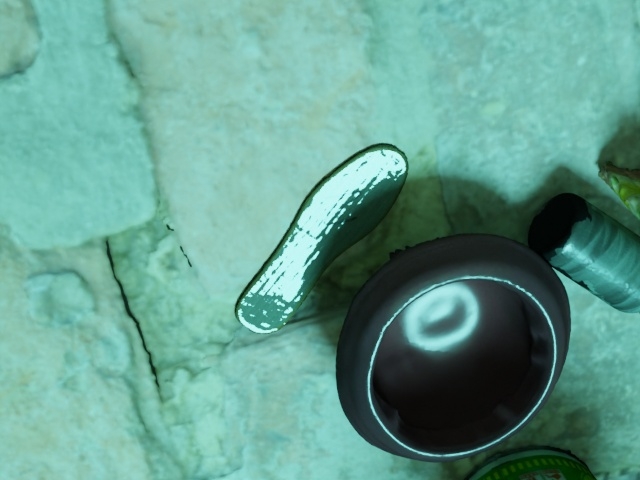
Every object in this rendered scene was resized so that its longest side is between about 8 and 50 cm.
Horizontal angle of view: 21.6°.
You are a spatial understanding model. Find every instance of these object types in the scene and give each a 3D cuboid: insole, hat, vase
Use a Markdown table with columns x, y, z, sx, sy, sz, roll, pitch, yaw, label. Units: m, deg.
| x | y | z | sx | sy | sz | roll | pitch | yaw | label |
| --- | --- | --- | --- | --- | --- | --- | --- | --- | --- |
| 0.000 | 0.000 | 1.282 | 0.064 | 0.004 | 0.188 | 30 | 109 | -26 | insole |
| 0.100 | 0.079 | 1.306 | 0.205 | 0.089 | 0.205 | -7 | 117 | -13 | hat |
| 0.257 | 0.034 | 1.336 | 0.211 | 0.060 | 0.060 | 31 | 109 | -29 | vase |

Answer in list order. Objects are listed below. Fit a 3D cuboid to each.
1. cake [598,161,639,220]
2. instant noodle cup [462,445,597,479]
| x | y | z | sx | sy | sz | roll | pitch | yaw | label |
| --- | --- | --- | --- | --- | --- | --- | --- | --- | --- |
| 0.317 | 0.015 | 1.309 | 0.225 | 0.109 | 0.090 | 14 | 115 | -22 | cake |
| 0.205 | 0.298 | 1.379 | 0.207 | 0.233 | 0.207 | -7 | 122 | -11 | instant noodle cup |
